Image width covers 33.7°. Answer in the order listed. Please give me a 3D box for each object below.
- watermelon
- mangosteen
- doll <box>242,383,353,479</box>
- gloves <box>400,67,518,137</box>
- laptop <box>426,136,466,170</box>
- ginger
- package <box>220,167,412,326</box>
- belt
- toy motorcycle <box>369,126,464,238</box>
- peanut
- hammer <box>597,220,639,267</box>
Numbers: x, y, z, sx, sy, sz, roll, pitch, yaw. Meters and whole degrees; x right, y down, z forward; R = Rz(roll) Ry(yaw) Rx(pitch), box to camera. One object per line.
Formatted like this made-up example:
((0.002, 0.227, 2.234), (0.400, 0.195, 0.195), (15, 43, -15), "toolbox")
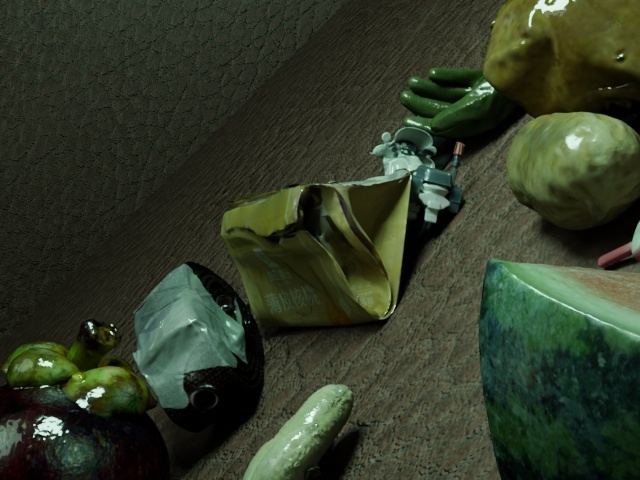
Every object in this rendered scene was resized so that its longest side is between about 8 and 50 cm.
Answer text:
((0.257, 0.091, 0.663), (0.283, 0.250, 0.293), (-13, 39, 50), "watermelon")
((-0.356, 0.298, 1.428), (0.330, 0.330, 0.330), (-40, 19, 17), "mangosteen")
((-0.041, 0.272, 1.148), (0.149, 0.175, 0.278), (15, 43, 26), "doll")
((0.243, -0.218, 1.559), (0.268, 0.107, 0.135), (-15, 26, 26), "gloves")
((0.195, -0.165, 1.688), (0.197, 0.016, 0.135), (-53, 21, -22), "laptop")
((0.334, -0.245, 1.254), (0.269, 0.223, 0.200), (-28, 22, 48), "ginger")
((-0.033, 0.004, 1.491), (0.311, 0.165, 0.221), (-8, 71, 61), "package")
((-0.169, 0.145, 1.558), (0.164, 0.184, 0.289), (-39, 25, 11), "belt")
((0.132, -0.086, 1.531), (0.221, 0.102, 0.150), (-142, 69, -71), "toy motorcycle")
((0.278, -0.077, 1.162), (0.129, 0.129, 0.224), (-45, 9, 1), "peanut")
((0.309, 0.009, 1.059), (0.083, 0.031, 0.052), (-34, 17, 48), "hammer")
